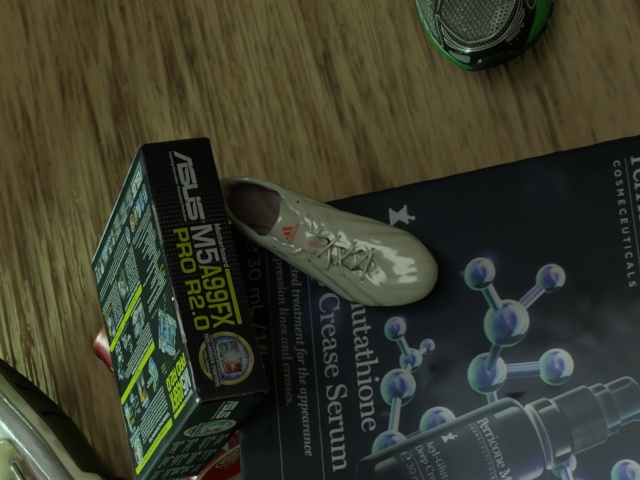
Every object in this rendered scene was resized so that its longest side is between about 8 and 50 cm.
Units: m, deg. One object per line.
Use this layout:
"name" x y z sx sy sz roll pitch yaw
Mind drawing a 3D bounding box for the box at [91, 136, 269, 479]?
"box" -0.123 0.066 1.473 0.060 0.270 0.216 -8 71 -19

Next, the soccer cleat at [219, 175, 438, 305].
"soccer cleat" 0.000 0.000 1.400 0.196 0.076 0.068 23 87 29

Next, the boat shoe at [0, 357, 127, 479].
"boat shoe" -0.269 0.222 1.692 0.103 0.113 0.302 -47 63 2

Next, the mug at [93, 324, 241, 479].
"mug" -0.114 0.129 1.633 0.169 0.113 0.150 55 139 22

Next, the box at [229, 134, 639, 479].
"box" 0.144 0.111 1.466 0.396 0.212 0.293 -12 71 22

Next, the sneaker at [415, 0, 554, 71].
"sneaker" 0.113 -0.313 1.625 0.134 0.146 0.343 -21 70 20
